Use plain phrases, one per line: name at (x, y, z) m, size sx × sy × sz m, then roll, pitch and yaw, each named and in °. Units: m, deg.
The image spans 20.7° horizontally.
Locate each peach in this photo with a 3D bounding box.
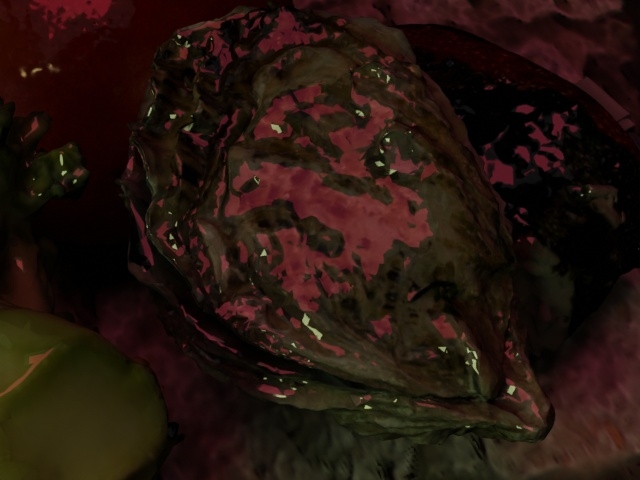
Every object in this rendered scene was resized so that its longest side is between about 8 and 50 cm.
peach at (-0.125, -0.111, 1.064) m, size 0.243 × 0.199 × 0.243 m, roll 2°, pitch 57°, yaw -3°

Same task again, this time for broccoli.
broccoli at (-0.216, 0.086, 0.821) m, size 0.324 × 0.334 × 0.272 m, roll -34°, pitch 27°, yaw -11°

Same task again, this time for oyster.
oyster at (0.000, 0.000, 0.914) m, size 0.198 × 0.112 × 0.268 m, roll -16°, pitch 70°, yaw -3°

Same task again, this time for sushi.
sushi at (0.077, -0.035, 1.018) m, size 0.126 × 0.136 × 0.225 m, roll -38°, pitch 56°, yaw -25°

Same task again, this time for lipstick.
lipstick at (0.193, -0.060, 1.101) m, size 0.025 × 0.025 × 0.107 m, roll -32°, pitch 60°, yaw -20°
